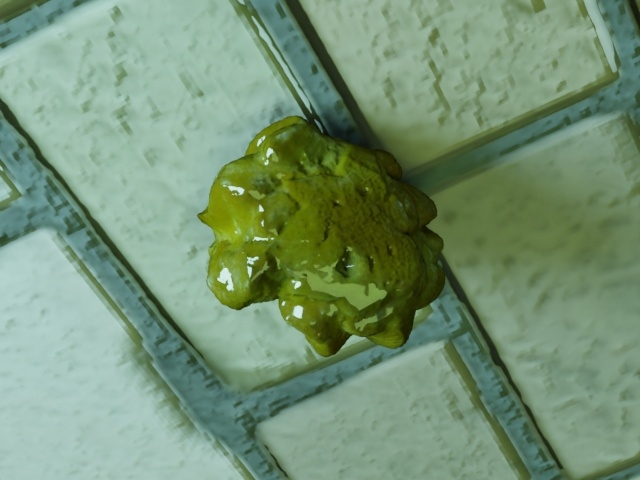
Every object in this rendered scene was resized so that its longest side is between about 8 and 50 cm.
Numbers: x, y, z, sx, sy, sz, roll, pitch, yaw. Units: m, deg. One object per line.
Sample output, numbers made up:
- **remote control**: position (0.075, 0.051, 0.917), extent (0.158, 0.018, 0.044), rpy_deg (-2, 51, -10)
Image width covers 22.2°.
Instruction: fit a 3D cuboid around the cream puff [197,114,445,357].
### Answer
- **cream puff**: position (0.000, 0.000, 0.556), extent (0.083, 0.083, 0.058), rpy_deg (-12, 178, -16)
